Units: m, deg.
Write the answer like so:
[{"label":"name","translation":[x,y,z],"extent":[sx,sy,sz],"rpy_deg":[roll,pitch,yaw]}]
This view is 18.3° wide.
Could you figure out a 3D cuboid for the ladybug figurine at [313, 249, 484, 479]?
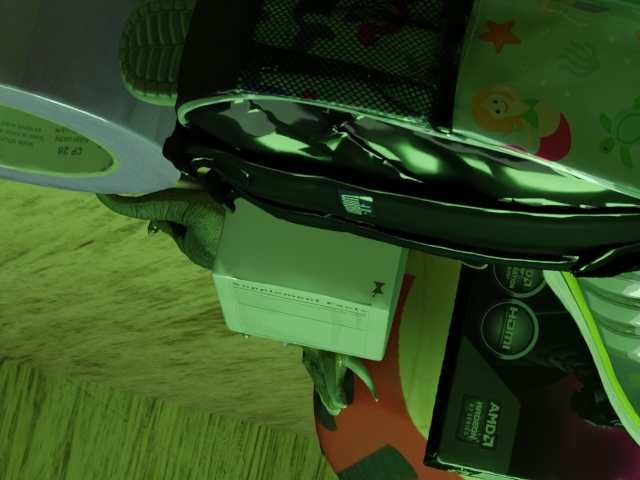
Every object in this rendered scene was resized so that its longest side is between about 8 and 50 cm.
[{"label":"ladybug figurine","translation":[0.115,0.161,1.844],"extent":[0.305,0.162,0.449],"rpy_deg":[49,158,1]}]

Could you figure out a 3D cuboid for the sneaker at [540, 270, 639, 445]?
[{"label":"sneaker","translation":[0.228,0.039,1.292],"extent":[0.300,0.111,0.121],"rpy_deg":[52,155,2]}]

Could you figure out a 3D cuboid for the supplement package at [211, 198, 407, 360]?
[{"label":"supplement package","translation":[0.000,0.000,1.544],"extent":[0.139,0.134,0.244],"rpy_deg":[12,168,2]}]

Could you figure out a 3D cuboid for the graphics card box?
[{"label":"graphics card box","translation":[0.278,0.092,1.464],"extent":[0.371,0.232,0.094],"rpy_deg":[13,172,-1]}]

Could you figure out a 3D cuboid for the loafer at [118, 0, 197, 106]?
[{"label":"loafer","translation":[0.002,-0.108,1.193],"extent":[0.251,0.094,0.087],"rpy_deg":[11,-179,28]}]

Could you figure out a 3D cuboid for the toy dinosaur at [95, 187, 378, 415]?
[{"label":"toy dinosaur","translation":[-0.063,0.008,1.744],"extent":[0.313,0.121,0.160],"rpy_deg":[48,160,-12]}]

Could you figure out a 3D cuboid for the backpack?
[{"label":"backpack","translation":[0.079,-0.078,0.971],"extent":[0.253,0.191,0.225],"rpy_deg":[17,172,12]}]

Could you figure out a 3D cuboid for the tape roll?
[{"label":"tape roll","translation":[-0.219,-0.114,1.347],"extent":[0.275,0.090,0.275],"rpy_deg":[12,169,2]}]

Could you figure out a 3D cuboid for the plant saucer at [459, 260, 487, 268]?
[{"label":"plant saucer","translation":[0.063,-0.052,1.338],"extent":[0.168,0.029,0.168],"rpy_deg":[45,171,9]}]
